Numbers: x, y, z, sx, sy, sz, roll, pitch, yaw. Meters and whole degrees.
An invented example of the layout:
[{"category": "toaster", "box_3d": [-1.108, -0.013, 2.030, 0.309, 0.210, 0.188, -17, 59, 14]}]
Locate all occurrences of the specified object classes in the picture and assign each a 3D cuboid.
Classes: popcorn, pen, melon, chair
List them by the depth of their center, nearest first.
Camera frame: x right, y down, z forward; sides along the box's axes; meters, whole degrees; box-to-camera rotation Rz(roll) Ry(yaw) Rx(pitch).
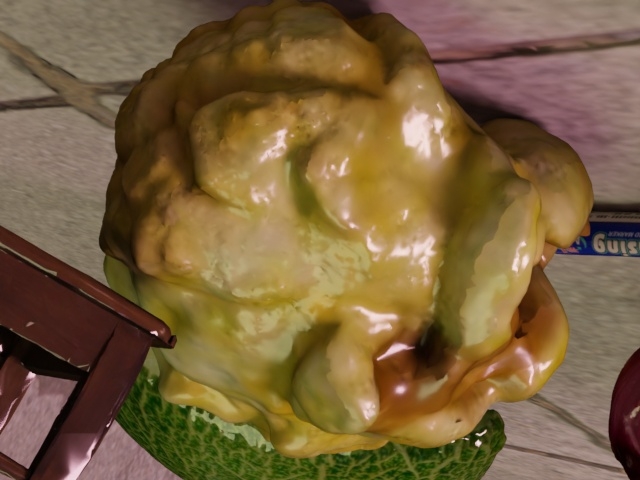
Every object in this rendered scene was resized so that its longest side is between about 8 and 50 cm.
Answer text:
[{"category": "chair", "box_3d": [-0.156, -0.011, 0.640, 0.186, 0.319, 0.160, 33, 165, -21]}, {"category": "popcorn", "box_3d": [0.000, 0.000, 0.720, 0.254, 0.195, 0.256, 10, 142, 28]}, {"category": "pen", "box_3d": [0.179, -0.002, 0.747, 0.025, 0.025, 0.204, 33, 163, -31]}, {"category": "melon", "box_3d": [-0.022, 0.133, 1.253, 0.331, 0.226, 0.343, 6, 151, 3]}]

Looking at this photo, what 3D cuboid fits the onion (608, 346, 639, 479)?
[{"category": "onion", "box_3d": [0.234, 0.110, 0.881, 0.131, 0.131, 0.131, 23, 166, 6]}]
